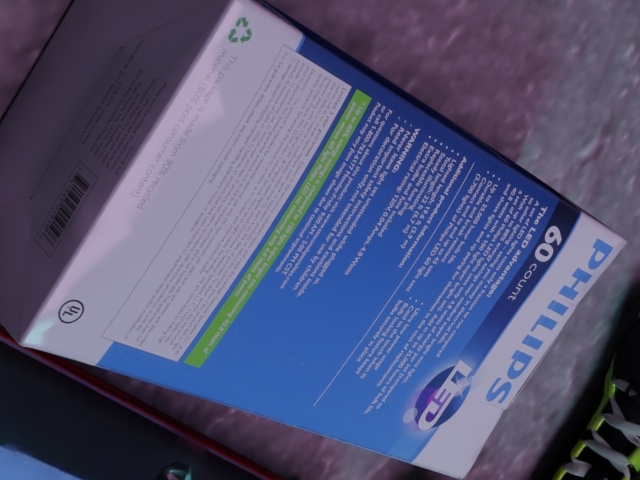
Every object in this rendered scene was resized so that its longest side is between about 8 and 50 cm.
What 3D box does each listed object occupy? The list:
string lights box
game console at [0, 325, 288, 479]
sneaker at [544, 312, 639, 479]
[{"bbox_3d":[0.000,0.000,0.552,0.259,0.077,0.133,26,100,-47],"label":"string lights box"},{"bbox_3d":[-0.168,0.198,0.559,0.342,0.060,0.386,-51,137,0],"label":"game console"},{"bbox_3d":[0.169,0.143,0.793,0.097,0.084,0.235,-16,127,-31],"label":"sneaker"}]
